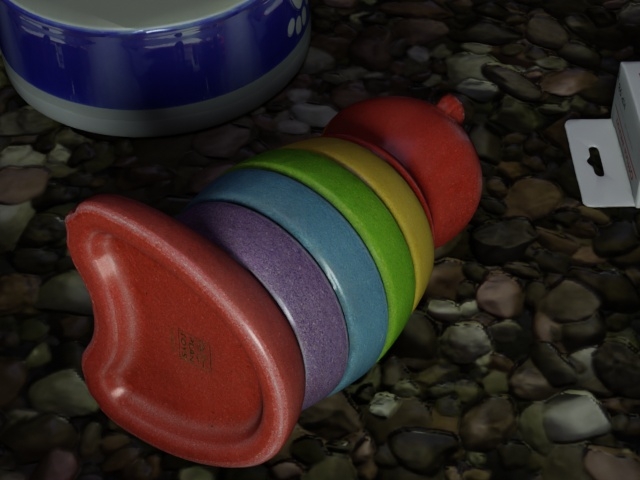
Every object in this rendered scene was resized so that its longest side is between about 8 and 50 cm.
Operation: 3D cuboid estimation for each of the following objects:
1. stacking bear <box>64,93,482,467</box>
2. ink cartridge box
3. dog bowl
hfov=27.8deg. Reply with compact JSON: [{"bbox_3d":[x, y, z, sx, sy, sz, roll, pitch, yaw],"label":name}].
[{"bbox_3d":[0.000,0.000,0.835,0.164,0.175,0.289,25,43,27],"label":"stacking bear"},{"bbox_3d":[0.281,-0.081,0.965,0.180,0.060,0.104,-2,46,-1],"label":"ink cartridge box"},{"bbox_3d":[-0.140,-0.209,1.078,0.264,0.104,0.265,-1,44,1],"label":"dog bowl"}]
